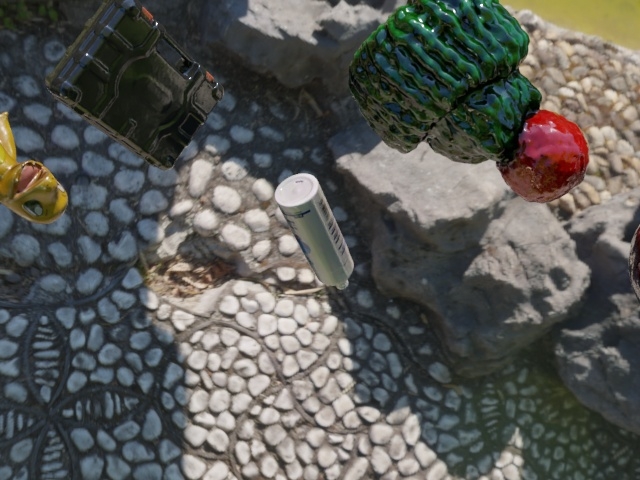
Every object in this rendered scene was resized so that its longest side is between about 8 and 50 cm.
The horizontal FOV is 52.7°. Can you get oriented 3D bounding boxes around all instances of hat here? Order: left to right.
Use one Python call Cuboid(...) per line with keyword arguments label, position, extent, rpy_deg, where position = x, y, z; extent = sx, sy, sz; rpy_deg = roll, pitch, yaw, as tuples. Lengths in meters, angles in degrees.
Cuboid(label="hat", position=(0.204, -0.171, 0.868), extent=(0.332, 0.274, 0.242), rpy_deg=(46, 115, 1))

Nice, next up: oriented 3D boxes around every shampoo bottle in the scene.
Cuboid(label="shampoo bottle", position=(0.000, 0.000, 1.323), extent=(0.092, 0.092, 0.303), rpy_deg=(-45, 139, -19))

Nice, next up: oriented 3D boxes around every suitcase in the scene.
Cuboid(label="suitcase", position=(-0.309, -0.265, 1.126), extent=(0.206, 0.066, 0.285), rpy_deg=(-55, 147, -4))

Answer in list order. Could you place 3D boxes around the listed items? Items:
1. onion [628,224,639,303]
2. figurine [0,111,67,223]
Cuboid(label="onion", position=(0.499, 0.029, 0.717), extent=(0.273, 0.285, 0.273), rpy_deg=(0, 50, 0))
Cuboid(label="figurine", position=(-0.377, -0.074, 0.744), extent=(0.176, 0.122, 0.121), rpy_deg=(34, 53, -9))
